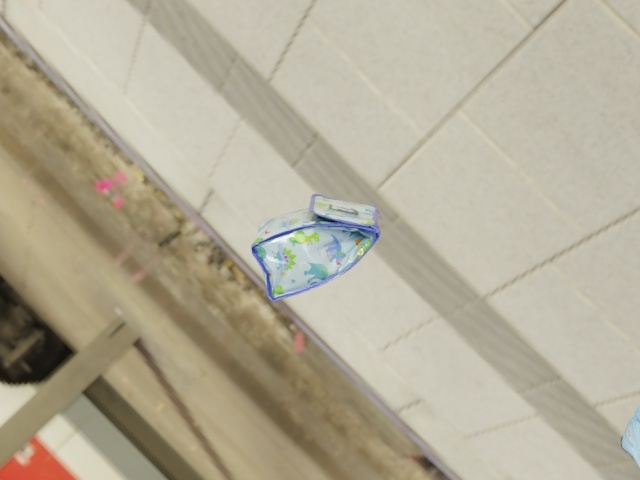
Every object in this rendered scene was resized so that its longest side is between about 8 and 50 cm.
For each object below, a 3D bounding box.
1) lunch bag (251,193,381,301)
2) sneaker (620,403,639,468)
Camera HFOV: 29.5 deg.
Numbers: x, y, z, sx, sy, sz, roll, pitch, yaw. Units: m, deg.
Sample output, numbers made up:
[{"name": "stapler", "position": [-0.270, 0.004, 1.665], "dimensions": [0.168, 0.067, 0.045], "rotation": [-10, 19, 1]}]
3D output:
[{"name": "lunch bag", "position": [0.000, 0.000, 1.457], "dimensions": [0.129, 0.151, 0.096], "rotation": [-81, -27, -76]}, {"name": "sneaker", "position": [0.288, 0.193, 0.918], "dimensions": [0.162, 0.063, 0.073], "rotation": [58, 140, 25]}]
